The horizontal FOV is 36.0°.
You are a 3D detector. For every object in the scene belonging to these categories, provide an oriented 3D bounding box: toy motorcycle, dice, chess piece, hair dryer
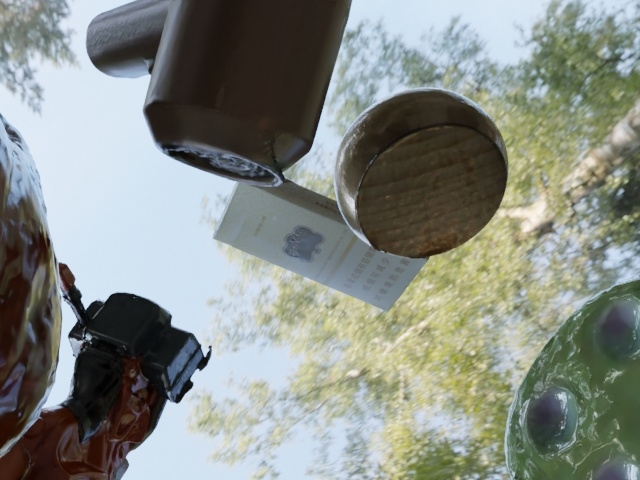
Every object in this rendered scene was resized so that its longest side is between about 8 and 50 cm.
[{"bbox_3d":[-0.235,0.175,0.900,0.147,0.221,0.326,18,-127,20],"label":"toy motorcycle"},{"bbox_3d":[0.350,0.197,0.915,0.254,0.252,0.250,25,-71,-31],"label":"dice"},{"bbox_3d":[0.047,-0.031,0.464,0.083,0.084,0.038,-10,-142,-13],"label":"chess piece"},{"bbox_3d":[-0.056,-0.083,0.406,0.064,0.181,0.117,19,-99,-33],"label":"hair dryer"}]

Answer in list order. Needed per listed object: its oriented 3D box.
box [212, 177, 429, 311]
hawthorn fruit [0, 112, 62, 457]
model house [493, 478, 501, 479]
[{"bbox_3d":[0.000,0.000,0.818,0.166,0.090,0.024,23,-128,-7],"label":"box"},{"bbox_3d":[-0.229,0.009,0.408,0.258,0.262,0.258,11,-138,-10],"label":"hawthorn fruit"},{"bbox_3d":[0.193,0.411,1.041,0.230,0.248,0.281,39,-69,33],"label":"model house"}]
